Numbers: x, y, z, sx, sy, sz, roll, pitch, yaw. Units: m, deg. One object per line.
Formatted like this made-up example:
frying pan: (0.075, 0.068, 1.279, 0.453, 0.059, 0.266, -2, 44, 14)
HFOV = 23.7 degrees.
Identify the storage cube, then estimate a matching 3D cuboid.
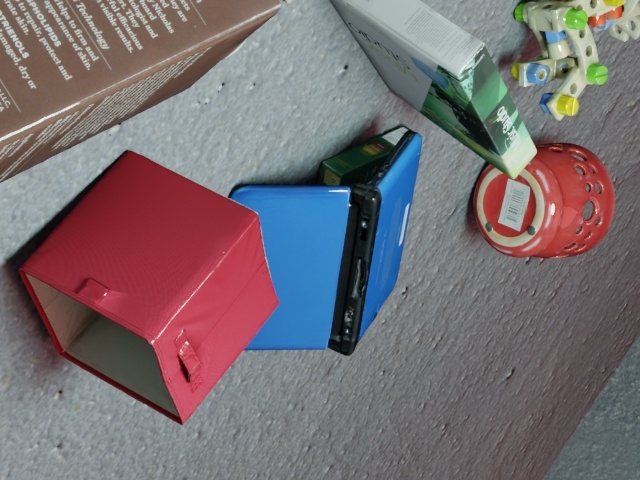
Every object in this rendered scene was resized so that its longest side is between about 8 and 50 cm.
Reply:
storage cube: (-0.185, 0.050, 1.691, 0.193, 0.215, 0.183, -51, 153, -25)

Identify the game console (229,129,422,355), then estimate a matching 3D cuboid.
game console: (0.000, 0.000, 2.057, 0.250, 0.173, 0.293, -54, 159, -45)

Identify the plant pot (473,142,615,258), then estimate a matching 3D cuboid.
plant pot: (0.352, -0.063, 2.474, 0.174, 0.191, 0.191, -5, 124, -46)

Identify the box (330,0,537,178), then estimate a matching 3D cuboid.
box: (0.139, -0.213, 1.901, 0.058, 0.232, 0.322, -50, 152, -2)

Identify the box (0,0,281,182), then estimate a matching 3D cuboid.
box: (-0.239, -0.161, 1.360, 0.381, 0.143, 0.191, -30, 179, -40)

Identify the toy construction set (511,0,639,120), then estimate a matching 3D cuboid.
toy construction set: (0.413, -0.337, 2.303, 0.327, 0.151, 0.215, -38, 124, -46)

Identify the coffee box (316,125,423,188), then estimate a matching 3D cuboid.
coffee box: (0.062, -0.084, 2.123, 0.184, 0.040, 0.113, -28, 144, -42)

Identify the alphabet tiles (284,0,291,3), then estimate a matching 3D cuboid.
alphabet tiles: (-0.042, -0.403, 1.639, 0.285, 0.011, 0.342, -53, 153, -6)
